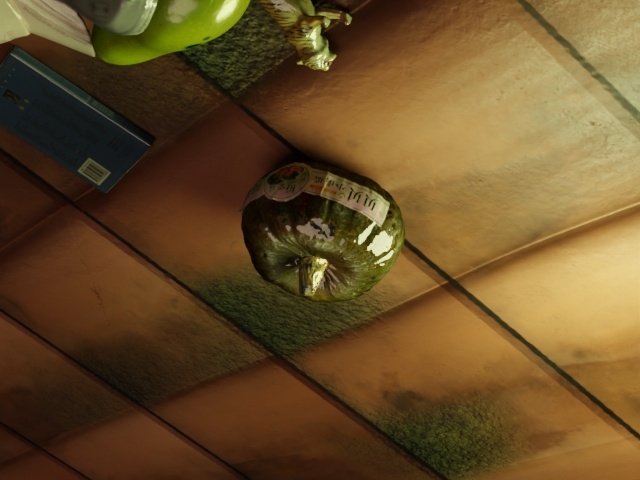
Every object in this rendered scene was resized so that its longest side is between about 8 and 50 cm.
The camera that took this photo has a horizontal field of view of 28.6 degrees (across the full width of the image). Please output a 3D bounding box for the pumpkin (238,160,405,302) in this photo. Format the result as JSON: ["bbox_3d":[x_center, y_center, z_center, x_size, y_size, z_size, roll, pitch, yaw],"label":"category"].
[{"bbox_3d":[-0.001,0.002,1.971,0.260,0.189,0.260,15,146,10],"label":"pumpkin"}]

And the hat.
[{"bbox_3d":[-0.438,-0.303,1.778,0.226,0.164,0.219,43,177,-7],"label":"hat"}]

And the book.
[{"bbox_3d":[-0.426,-0.194,2.076,0.269,0.025,0.191,34,142,-16],"label":"book"}]

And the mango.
[{"bbox_3d":[-0.198,-0.318,1.665,0.293,0.175,0.143,-21,117,46],"label":"mango"}]

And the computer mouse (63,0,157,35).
[{"bbox_3d":[-0.303,-0.397,1.590,0.331,0.095,0.197,44,133,25],"label":"computer mouse"}]

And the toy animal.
[{"bbox_3d":[-0.036,-0.318,1.683,0.099,0.057,0.241,-10,135,37],"label":"toy animal"}]
